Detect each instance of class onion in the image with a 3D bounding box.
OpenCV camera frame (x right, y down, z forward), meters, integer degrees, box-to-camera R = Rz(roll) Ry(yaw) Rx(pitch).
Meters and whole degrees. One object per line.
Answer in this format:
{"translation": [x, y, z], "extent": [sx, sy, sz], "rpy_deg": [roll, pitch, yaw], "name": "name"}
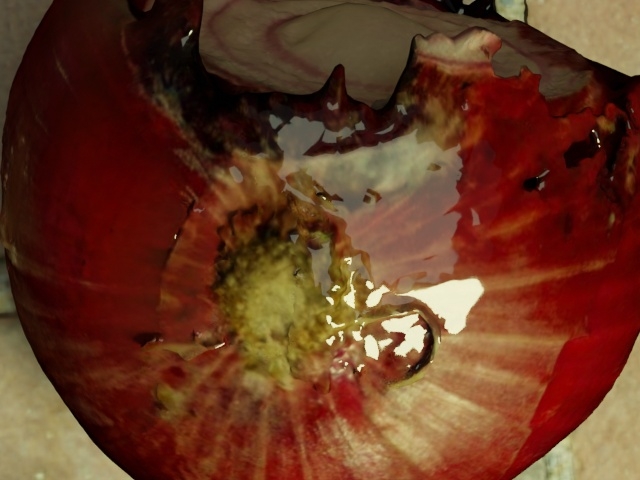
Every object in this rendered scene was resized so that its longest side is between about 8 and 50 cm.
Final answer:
{"translation": [0.003, 0.003, 0.867], "extent": [0.341, 0.341, 0.341], "rpy_deg": [1, 86, -15], "name": "onion"}
